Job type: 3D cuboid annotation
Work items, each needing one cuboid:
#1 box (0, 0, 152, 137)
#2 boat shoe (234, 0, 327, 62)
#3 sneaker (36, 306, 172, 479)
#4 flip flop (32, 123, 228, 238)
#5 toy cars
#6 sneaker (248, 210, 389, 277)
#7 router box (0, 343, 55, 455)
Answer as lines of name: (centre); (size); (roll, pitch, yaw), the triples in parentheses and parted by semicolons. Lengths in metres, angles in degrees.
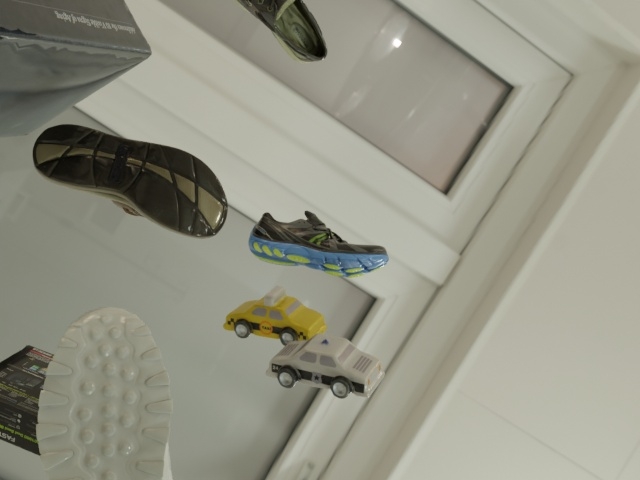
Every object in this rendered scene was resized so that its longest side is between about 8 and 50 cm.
box: (-0.547, -0.406, 1.076); (0.297, 0.472, 0.480); (-29, -177, 15)
boat shoe: (-0.064, -0.358, 1.175); (0.080, 0.223, 0.073); (-50, -149, -8)
sneaker: (-0.145, 0.166, 0.548); (0.095, 0.090, 0.235); (131, -48, -72)
flip flop: (-0.260, -0.080, 1.075); (0.080, 0.277, 0.112); (112, -5, -72)
toy cars: (-0.039, 0.163, 1.365); (0.393, 0.176, 0.087); (32, -54, 58)
sneaker: (0.000, 0.000, 1.030); (0.067, 0.188, 0.078); (87, 15, -65)
router box: (-0.231, 0.141, 0.668); (0.092, 0.122, 0.038); (-42, 149, -68)
